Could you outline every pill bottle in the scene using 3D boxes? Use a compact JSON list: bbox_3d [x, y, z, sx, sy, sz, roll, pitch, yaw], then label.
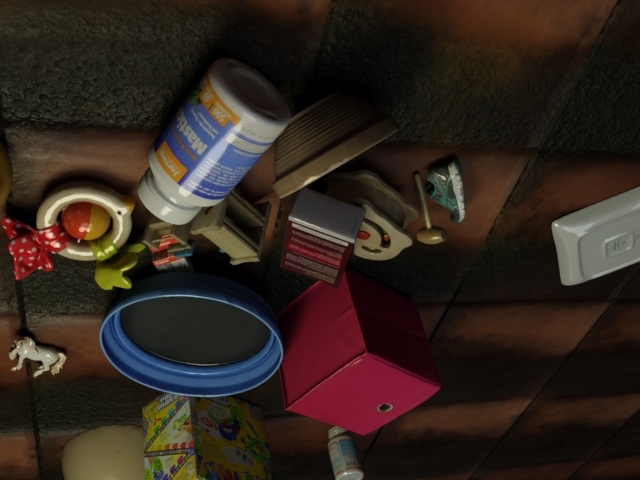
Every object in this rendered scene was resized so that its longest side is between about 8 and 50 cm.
[{"bbox_3d":[0.071,0.640,2.087,0.087,0.160,0.087,-8,138,-8],"label":"pill bottle"},{"bbox_3d":[-0.186,-0.152,1.148,0.152,0.152,0.272,23,126,-35],"label":"pill bottle"}]

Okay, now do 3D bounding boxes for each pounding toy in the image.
[{"bbox_3d":[0.117,-0.064,1.401,0.269,0.154,0.154,35,147,-31],"label":"pounding toy"}]

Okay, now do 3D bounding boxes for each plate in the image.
[{"bbox_3d":[0.703,-0.003,1.663,0.278,0.045,0.277,-23,138,7],"label":"plate"}]

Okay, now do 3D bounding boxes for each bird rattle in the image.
[{"bbox_3d":[-0.442,-0.022,1.273,0.254,0.143,0.207,18,118,-16],"label":"bird rattle"}]

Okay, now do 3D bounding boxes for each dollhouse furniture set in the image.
[{"bbox_3d":[-0.211,-0.036,1.314,0.184,0.129,0.129,-9,145,31],"label":"dollhouse furniture set"}]

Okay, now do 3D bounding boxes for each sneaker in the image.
[{"bbox_3d":[0.255,-0.099,1.422,0.076,0.065,0.166,-6,137,14],"label":"sneaker"}]

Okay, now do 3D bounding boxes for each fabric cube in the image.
[{"bbox_3d":[0.075,0.254,1.593,0.254,0.259,0.258,-39,133,26],"label":"fabric cube"}]

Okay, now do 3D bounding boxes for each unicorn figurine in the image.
[{"bbox_3d":[-0.637,0.252,1.534,0.111,0.060,0.162,-43,148,27],"label":"unicorn figurine"}]

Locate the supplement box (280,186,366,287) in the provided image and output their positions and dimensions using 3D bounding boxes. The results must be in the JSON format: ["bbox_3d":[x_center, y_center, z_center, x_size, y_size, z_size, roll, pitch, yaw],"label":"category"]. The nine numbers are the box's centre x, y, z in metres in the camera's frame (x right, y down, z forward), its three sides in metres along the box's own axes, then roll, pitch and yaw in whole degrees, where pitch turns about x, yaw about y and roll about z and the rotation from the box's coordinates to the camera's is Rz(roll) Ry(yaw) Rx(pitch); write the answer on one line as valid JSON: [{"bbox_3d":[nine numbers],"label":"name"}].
[{"bbox_3d":[0.000,0.000,1.345,0.130,0.073,0.239,20,154,2],"label":"supplement box"}]

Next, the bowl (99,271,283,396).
[{"bbox_3d":[-0.274,0.209,1.517,0.391,0.077,0.391,1,137,1],"label":"bowl"}]

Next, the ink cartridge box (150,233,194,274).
[{"bbox_3d":[-0.304,0.037,1.412,0.063,0.029,0.115,-16,139,2],"label":"ink cartridge box"}]

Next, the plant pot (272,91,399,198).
[{"bbox_3d":[0.005,-0.174,1.178,0.237,0.237,0.109,-30,96,16],"label":"plant pot"}]

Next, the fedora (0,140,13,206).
[{"bbox_3d":[-0.593,-0.111,1.100,0.079,0.194,0.194,-1,155,45],"label":"fedora"}]

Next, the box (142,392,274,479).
[{"bbox_3d":[-0.284,0.548,1.790,0.177,0.279,0.290,-36,134,21],"label":"box"}]

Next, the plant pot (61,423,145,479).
[{"bbox_3d":[-0.556,0.656,1.894,0.284,0.191,0.284,-9,139,-8],"label":"plant pot"}]
